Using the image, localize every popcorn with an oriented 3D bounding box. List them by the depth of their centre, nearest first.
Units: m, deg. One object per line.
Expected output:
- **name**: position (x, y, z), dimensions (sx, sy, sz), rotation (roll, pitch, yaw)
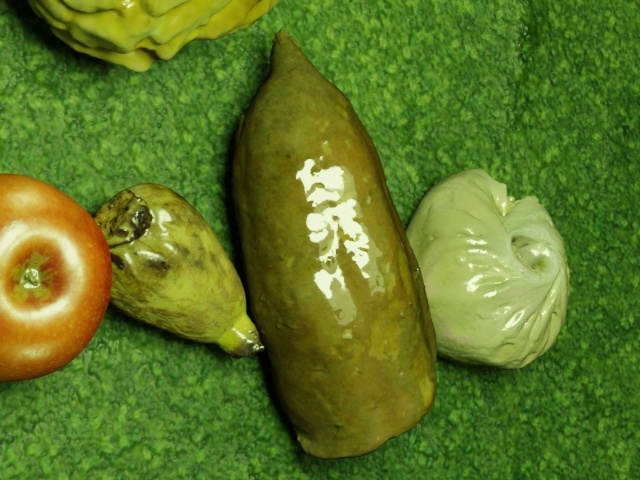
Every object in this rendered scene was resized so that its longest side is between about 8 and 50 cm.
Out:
- **popcorn**: position (-0.145, -0.265, 1.243), dimensions (0.249, 0.225, 0.249), rotation (-28, 130, -41)

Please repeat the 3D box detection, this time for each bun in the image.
- **bun**: position (0.168, 0.024, 1.477), dimensions (0.178, 0.128, 0.193), rotation (23, 70, -30)

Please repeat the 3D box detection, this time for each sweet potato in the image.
- **sweet potato**: position (0.000, 0.000, 1.348), dimensions (0.157, 0.157, 0.370), rotation (-23, 100, -35)

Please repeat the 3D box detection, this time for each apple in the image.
- **apple**: position (-0.238, 0.028, 1.179), dimensions (0.163, 0.139, 0.163), rotation (5, 82, -37)

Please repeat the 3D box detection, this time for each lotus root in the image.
- **lotus root**: position (-0.121, 0.033, 1.296), dimensions (0.108, 0.094, 0.191), rotation (-50, 124, -10)
